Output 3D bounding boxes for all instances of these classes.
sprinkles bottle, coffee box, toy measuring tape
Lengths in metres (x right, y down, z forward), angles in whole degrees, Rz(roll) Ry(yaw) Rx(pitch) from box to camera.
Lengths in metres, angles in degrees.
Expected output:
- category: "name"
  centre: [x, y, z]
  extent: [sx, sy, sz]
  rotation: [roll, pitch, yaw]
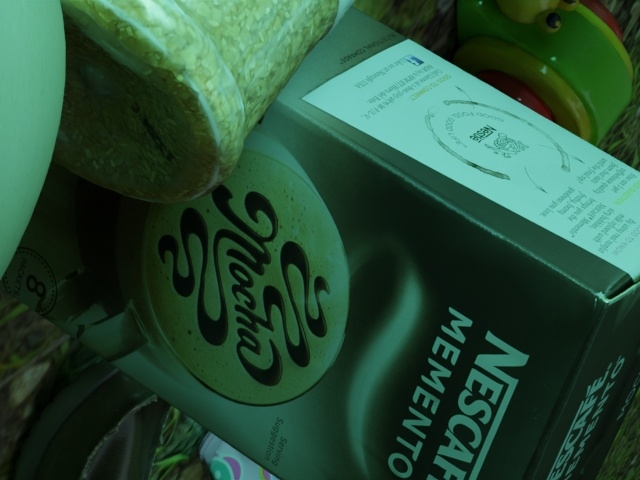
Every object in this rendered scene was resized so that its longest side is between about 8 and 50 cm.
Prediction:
- category: "sprinkles bottle"
  centre: [-0.001, -0.175, 0.793]
  extent: [0.355, 0.121, 0.121]
  rotation: [-56, 160, -31]
- category: "coffee box"
  centre: [0.000, 0.000, 0.859]
  extent: [0.119, 0.297, 0.168]
  rotation: [-28, 143, -53]
- category: "toy measuring tape"
  centre: [0.154, -0.078, 1.341]
  extent: [0.121, 0.121, 0.330]
  rotation: [-49, 157, -21]

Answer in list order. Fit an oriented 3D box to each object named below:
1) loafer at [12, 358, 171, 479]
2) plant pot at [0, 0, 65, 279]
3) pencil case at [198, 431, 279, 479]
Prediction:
- category: "loafer"
  centre: [-0.127, 0.172, 1.104]
  extent: [0.094, 0.087, 0.251]
  rotation: [-23, 140, -56]
- category: "plant pot"
  centre: [-0.173, -0.051, 0.538]
  extent: [0.256, 0.256, 0.274]
  rotation: [-63, 175, 12]
- category: "pencil case"
  centre: [0.021, 0.049, 1.231]
  extent: [0.124, 0.124, 0.284]
  rotation: [-10, 128, -62]
